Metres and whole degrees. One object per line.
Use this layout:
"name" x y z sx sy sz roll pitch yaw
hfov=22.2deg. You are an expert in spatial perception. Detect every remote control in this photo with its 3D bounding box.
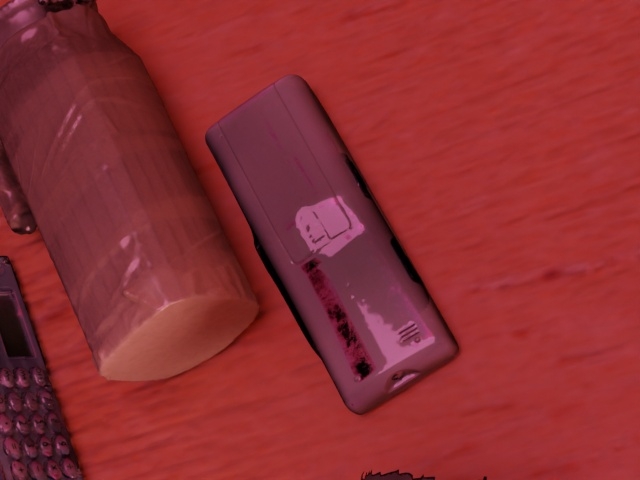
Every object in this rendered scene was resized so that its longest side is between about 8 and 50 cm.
"remote control" 0.000 0.000 0.789 0.065 0.029 0.166 -33 66 10

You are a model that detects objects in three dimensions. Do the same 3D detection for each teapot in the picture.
"teapot" -0.117 -0.024 0.823 0.107 0.077 0.200 -41 63 30

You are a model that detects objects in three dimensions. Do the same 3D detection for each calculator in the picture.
"calculator" -0.156 0.080 0.818 0.018 0.057 0.172 -40 61 34

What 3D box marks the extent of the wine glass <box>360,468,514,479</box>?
"wine glass" -0.035 0.252 0.689 0.264 0.096 0.309 0 76 17
